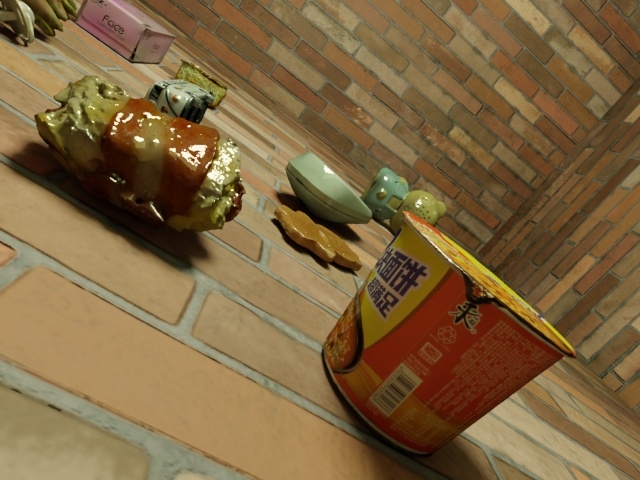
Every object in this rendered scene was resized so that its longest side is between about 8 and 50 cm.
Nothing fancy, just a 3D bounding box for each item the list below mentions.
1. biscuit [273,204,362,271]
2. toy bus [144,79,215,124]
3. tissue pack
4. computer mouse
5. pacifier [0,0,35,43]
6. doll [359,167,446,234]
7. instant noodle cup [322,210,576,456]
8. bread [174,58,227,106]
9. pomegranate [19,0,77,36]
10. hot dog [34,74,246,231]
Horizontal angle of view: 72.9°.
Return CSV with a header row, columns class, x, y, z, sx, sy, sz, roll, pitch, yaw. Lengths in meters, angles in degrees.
class,x,y,z,sx,sy,sz,roll,pitch,yaw
biscuit,-0.005,-0.003,0.759,0.184,0.027,0.133,20,22,-53
toy bus,-0.254,-0.240,0.776,0.089,0.087,0.194,27,18,-13
tissue pack,-0.475,-0.526,1.081,0.148,0.092,0.246,33,16,-15
computer mouse,0.016,-0.093,0.948,0.159,0.097,0.288,43,4,21
pacifier,-0.453,-0.319,0.625,0.083,0.068,0.064,28,42,33
doll,0.267,-0.112,1.430,0.260,0.177,0.161,37,10,3
instant noodle cup,0.114,0.099,0.453,0.213,0.174,0.213,36,14,-10
bread,-0.325,-0.428,1.186,0.140,0.069,0.128,33,15,-8
pomegranate,-0.510,-0.443,0.635,0.203,0.277,0.222,-14,40,-14
hot dog,-0.180,-0.079,0.453,0.213,0.103,0.146,26,38,-10
